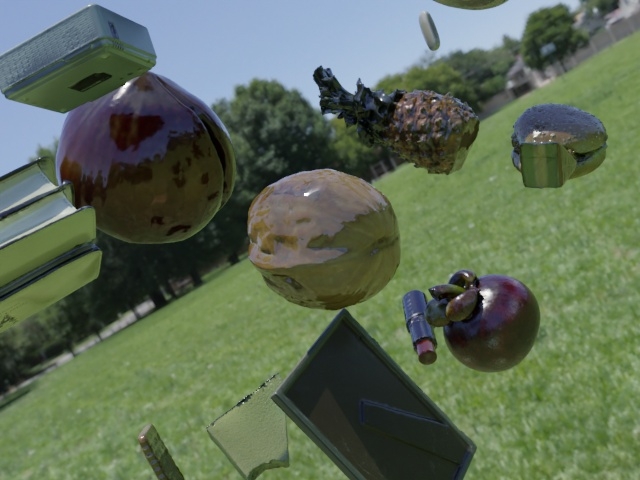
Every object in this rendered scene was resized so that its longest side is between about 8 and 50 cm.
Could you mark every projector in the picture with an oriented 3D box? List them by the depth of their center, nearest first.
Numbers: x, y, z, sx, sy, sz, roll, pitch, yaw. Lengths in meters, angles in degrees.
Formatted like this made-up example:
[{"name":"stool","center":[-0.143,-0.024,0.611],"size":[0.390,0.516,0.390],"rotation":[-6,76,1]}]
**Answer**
[{"name":"projector","center":[-0.469,-0.341,1.665],"size":[0.257,0.099,0.192],"rotation":[-23,-8,19]}]

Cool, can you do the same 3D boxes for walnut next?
[{"name":"walnut","center":[0.000,0.000,1.341],"size":[0.261,0.224,0.225],"rotation":[-3,19,37]}]

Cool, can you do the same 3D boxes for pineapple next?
[{"name":"pineapple","center":[0.123,-0.230,1.544],"size":[0.141,0.310,0.170],"rotation":[-64,-18,-3]}]

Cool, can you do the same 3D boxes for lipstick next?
[{"name":"lipstick","center":[0.270,0.233,2.304],"size":[0.081,0.081,0.299],"rotation":[-28,25,11]}]

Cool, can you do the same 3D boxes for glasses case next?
[{"name":"glasses case","center":[0.221,-0.425,1.741],"size":[0.021,0.083,0.032],"rotation":[-15,-10,-25]}]

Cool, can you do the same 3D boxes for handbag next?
[{"name":"handbag","center":[-0.533,0.056,1.350],"size":[0.359,0.160,0.236],"rotation":[-32,-24,-31]}]

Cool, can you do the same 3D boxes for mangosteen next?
[{"name":"mangosteen","center":[0.334,0.161,1.823],"size":[0.215,0.258,0.215],"rotation":[-60,14,25]}]

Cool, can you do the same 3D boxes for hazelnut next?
[{"name":"hazelnut","center":[-0.421,-0.182,2.012],"size":[0.402,0.429,0.402],"rotation":[-43,-31,-34]}]

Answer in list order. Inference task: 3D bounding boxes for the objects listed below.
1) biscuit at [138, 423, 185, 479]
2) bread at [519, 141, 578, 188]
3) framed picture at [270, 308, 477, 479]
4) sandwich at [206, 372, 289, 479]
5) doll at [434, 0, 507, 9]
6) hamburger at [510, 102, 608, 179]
[{"name":"biscuit","center":[-0.319,0.520,1.852],"size":[0.029,0.254,0.172],"rotation":[-30,0,-7]},{"name":"bread","center":[0.413,-0.154,1.542],"size":[0.074,0.084,0.139],"rotation":[3,23,30]},{"name":"framed picture","center":[0.096,0.293,1.369],"size":[0.022,0.335,0.247],"rotation":[-41,4,39]},{"name":"sandwich","center":[-0.141,0.503,2.255],"size":[0.245,0.212,0.063],"rotation":[-35,-24,-20]},{"name":"doll","center":[0.264,-0.527,1.498],"size":[0.251,0.221,0.221],"rotation":[12,-21,-32]},{"name":"hamburger","center":[0.506,-0.210,1.814],"size":[0.190,0.122,0.215],"rotation":[-10,29,-4]}]
